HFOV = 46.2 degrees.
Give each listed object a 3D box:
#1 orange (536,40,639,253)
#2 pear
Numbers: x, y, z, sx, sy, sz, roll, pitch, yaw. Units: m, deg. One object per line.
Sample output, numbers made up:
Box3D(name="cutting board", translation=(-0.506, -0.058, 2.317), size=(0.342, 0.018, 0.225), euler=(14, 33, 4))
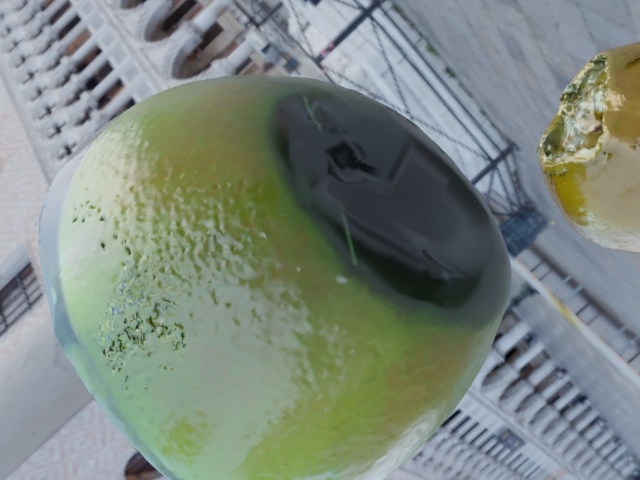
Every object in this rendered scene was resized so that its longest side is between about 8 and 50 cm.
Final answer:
Box3D(name="orange", translation=(0.228, -0.067, 0.533), size=(0.134, 0.154, 0.154), euler=(13, -156, -30))
Box3D(name="pear", translation=(0.003, 0.002, 0.601), size=(0.399, 0.165, 0.398), euler=(23, -133, -27))
